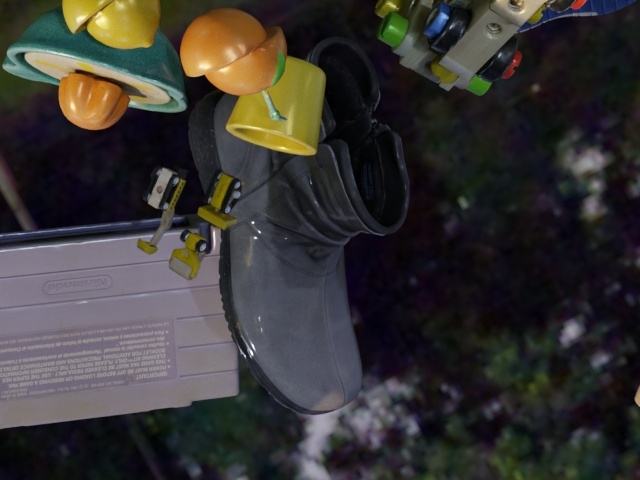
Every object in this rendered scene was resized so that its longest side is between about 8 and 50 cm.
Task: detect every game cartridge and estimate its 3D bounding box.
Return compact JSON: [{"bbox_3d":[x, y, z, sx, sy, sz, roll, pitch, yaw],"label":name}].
[{"bbox_3d":[-0.270,0.093,1.866,0.355,0.230,0.068,-6,-151,-12],"label":"game cartridge"}]

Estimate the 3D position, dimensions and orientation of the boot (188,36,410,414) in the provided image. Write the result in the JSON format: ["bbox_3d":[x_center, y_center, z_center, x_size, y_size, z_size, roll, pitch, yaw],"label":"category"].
[{"bbox_3d":[0.000,0.000,1.514,0.118,0.338,0.222,-26,-171,-35],"label":"boot"}]

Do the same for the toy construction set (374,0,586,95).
[{"bbox_3d":[0.160,-0.264,1.518,0.328,0.151,0.215,115,-10,-46],"label":"toy construction set"}]

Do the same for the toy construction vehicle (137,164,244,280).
[{"bbox_3d":[-0.110,-0.022,1.426,0.035,0.086,0.098,4,110,-60],"label":"toy construction vehicle"}]

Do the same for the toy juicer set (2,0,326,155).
[{"bbox_3d":[-0.166,-0.131,1.172,0.329,0.090,0.209,15,173,11],"label":"toy juicer set"}]

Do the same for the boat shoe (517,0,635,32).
[{"bbox_3d":[0.259,-0.276,1.760,0.183,0.066,0.066,-12,-133,0],"label":"boat shoe"}]

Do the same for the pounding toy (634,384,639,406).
[{"bbox_3d":[0.393,0.118,1.319,0.154,0.269,0.155,-56,-158,22],"label":"pounding toy"}]
